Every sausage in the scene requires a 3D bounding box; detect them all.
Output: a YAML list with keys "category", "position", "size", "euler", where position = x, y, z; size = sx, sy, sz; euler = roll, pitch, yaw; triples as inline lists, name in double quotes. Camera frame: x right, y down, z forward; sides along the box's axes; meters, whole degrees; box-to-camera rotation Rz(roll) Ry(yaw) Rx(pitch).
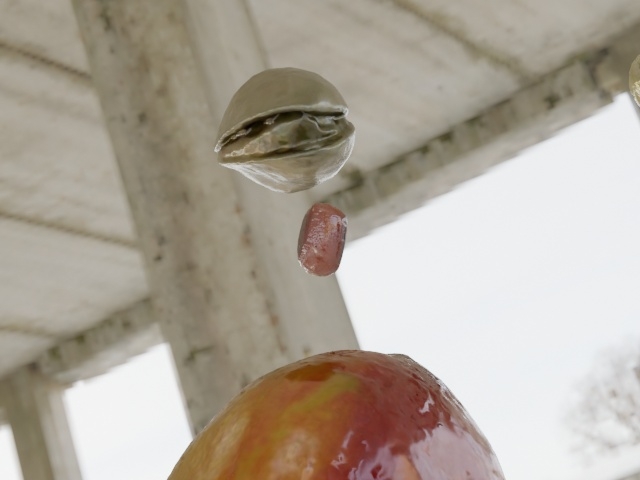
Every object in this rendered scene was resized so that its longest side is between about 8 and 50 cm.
- category: "sausage"
  position: [0.000, 0.000, 1.866]
  size: [0.054, 0.094, 0.059]
  euler: [15, -14, -21]

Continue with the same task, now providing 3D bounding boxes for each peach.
- category: "peach"
  position: [0.011, 0.262, 1.248]
  size: [0.290, 0.372, 0.373]
  euler: [-29, -22, 35]

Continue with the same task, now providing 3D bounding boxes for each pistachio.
- category: "pistachio"
  position: [-0.036, -0.108, 1.466]
  size: [0.136, 0.135, 0.226]
  euler: [-14, 6, -12]

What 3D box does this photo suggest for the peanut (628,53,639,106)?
- category: "peanut"
  position: [0.496, -0.170, 1.768]
  size: [0.257, 0.123, 0.123]
  euler: [23, -21, 7]
